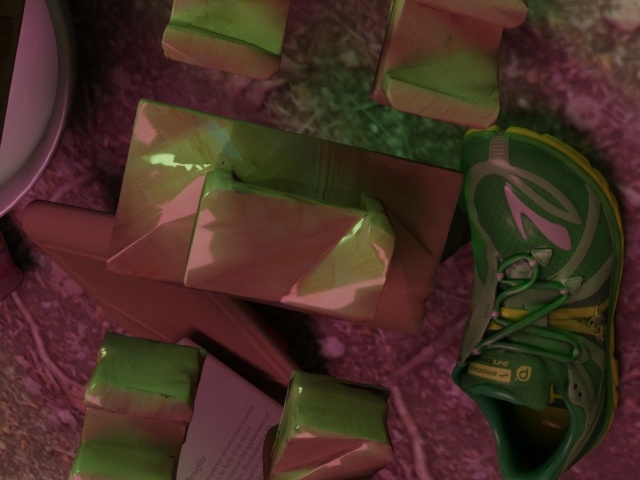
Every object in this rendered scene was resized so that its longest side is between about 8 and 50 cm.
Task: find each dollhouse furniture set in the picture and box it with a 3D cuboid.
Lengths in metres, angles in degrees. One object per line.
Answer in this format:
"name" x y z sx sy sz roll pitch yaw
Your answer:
"dollhouse furniture set" -0.111 -0.044 0.804 0.394 0.256 0.362 12 106 -7

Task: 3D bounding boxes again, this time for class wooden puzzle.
"wooden puzzle" -0.127 0.055 1.031 0.221 0.044 0.239 11 146 36

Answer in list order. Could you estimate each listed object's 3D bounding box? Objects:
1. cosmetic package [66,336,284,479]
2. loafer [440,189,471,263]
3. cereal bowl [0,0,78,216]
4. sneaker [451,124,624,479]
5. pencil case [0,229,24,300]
"cosmetic package" -0.109 0.210 1.053 0.183 0.151 0.151 37 154 -7
"loafer" 0.000 0.000 0.919 0.251 0.087 0.094 -12 113 39
"cereal bowl" -0.366 -0.166 0.965 0.339 0.141 0.339 -1 114 -3
"sneaker" 0.155 0.056 0.832 0.109 0.123 0.295 3 122 32
"pencil case" -0.406 -0.049 1.139 0.124 0.124 0.284 -14 112 39
